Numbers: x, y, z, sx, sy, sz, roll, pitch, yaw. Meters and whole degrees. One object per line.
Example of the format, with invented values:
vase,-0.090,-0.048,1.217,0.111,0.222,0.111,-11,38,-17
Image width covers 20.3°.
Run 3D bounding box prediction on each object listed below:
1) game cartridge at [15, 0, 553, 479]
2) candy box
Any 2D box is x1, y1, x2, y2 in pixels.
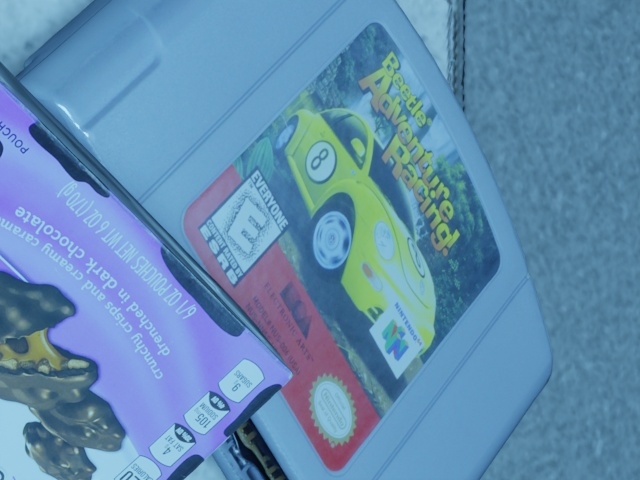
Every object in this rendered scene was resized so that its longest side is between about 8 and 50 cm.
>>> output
game cartridge,0.000,0.000,0.796,0.196,0.060,0.294,-52,122,-39
candy box,-0.138,0.053,0.649,0.196,0.070,0.165,-44,116,0
